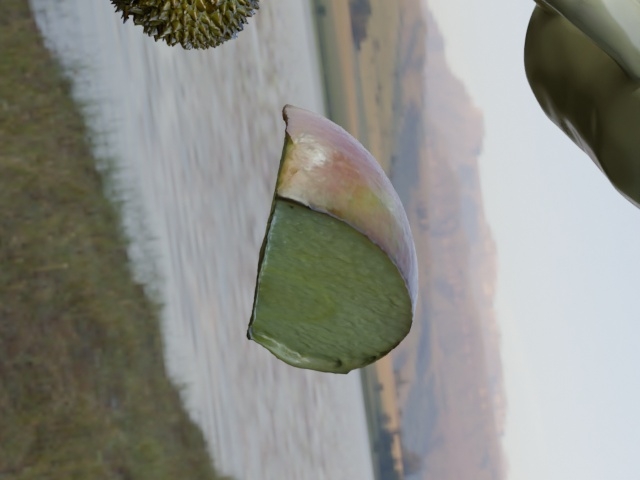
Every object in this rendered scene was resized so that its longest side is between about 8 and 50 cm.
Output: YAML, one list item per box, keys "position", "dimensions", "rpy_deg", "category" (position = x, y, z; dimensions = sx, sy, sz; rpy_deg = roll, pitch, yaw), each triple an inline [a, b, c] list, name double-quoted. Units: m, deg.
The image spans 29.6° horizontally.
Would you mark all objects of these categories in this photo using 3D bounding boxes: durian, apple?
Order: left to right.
- position: [-0.205, -0.427, 1.862]
  dimensions: [0.293, 0.258, 0.258]
  rpy_deg: [126, -34, -48]
  category: "durian"
- position: [0.000, 0.000, 1.241]
  dimensions: [0.254, 0.179, 0.346]
  rpy_deg: [47, -25, 20]
  category: "apple"

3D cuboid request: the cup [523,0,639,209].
- position: [0.253, -0.149, 0.903]
  dimensions: [0.255, 0.173, 0.202]
  rpy_deg: [61, 0, -35]
  category: "cup"
